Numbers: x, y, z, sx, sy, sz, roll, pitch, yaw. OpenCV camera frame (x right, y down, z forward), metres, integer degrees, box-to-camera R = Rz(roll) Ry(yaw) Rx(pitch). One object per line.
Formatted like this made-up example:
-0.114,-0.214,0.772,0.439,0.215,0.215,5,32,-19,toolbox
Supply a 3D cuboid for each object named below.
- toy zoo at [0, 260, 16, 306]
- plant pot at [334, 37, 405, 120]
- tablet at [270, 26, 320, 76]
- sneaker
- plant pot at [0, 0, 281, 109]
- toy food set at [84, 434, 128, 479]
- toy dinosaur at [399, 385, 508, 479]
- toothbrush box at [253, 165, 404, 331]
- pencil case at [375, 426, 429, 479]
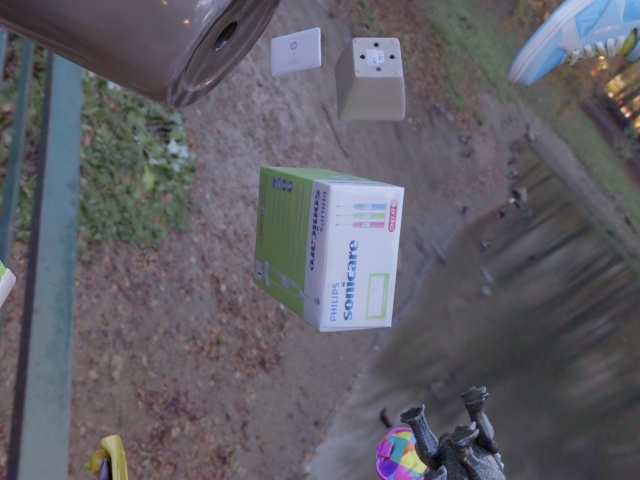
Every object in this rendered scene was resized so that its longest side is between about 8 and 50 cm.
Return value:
-0.261,0.012,0.326,0.293,0.030,0.192,83,18,-52,toy zoo
0.084,-0.261,1.097,0.096,0.109,0.109,102,-14,-67,plant pot
-0.035,-0.257,0.947,0.006,0.083,0.054,2,86,-56,tablet
0.501,-0.343,1.213,0.208,0.319,0.127,48,13,4,sneaker
-0.198,-0.293,0.705,0.280,0.323,0.323,42,25,0,plant pot
-0.352,0.430,1.127,0.071,0.128,0.218,-8,59,-11,toy food set
0.151,0.256,0.693,0.160,0.121,0.313,62,8,-13,toy dinosaur
0.000,0.000,1.076,0.122,0.206,0.283,0,10,-24,toothbrush box
0.144,0.391,1.149,0.236,0.104,0.104,77,-6,-54,pencil case
